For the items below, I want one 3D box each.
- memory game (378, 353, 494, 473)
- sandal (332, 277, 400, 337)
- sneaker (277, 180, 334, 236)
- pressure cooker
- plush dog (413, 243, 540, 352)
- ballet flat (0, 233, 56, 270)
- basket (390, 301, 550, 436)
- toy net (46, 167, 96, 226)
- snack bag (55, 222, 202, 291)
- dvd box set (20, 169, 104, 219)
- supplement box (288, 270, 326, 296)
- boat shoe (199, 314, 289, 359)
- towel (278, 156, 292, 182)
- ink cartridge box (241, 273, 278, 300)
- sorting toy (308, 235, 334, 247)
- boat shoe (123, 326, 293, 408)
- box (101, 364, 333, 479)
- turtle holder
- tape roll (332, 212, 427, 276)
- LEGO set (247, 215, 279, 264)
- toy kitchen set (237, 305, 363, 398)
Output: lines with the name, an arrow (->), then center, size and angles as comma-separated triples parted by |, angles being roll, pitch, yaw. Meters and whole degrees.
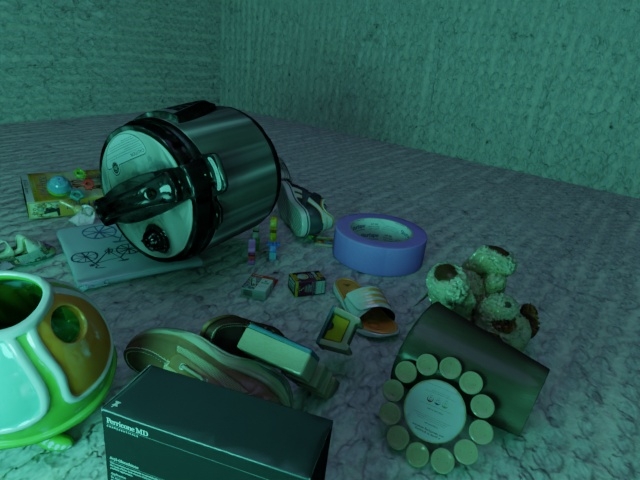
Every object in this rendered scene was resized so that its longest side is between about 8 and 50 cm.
memory game -> 0.186, 0.276, 0.777 | 0.186, 0.012, 0.186 | -6, 61, 10
sandal -> 0.096, 0.135, 1.138 | 0.101, 0.076, 0.265 | -4, 26, -22
sneaker -> -0.056, -0.107, 1.602 | 0.127, 0.126, 0.321 | -5, 31, -21
pressure cooker -> -0.346, -0.145, 1.232 | 0.375, 0.370, 0.420 | 37, 36, 16
plush dog -> 0.357, 0.161, 1.061 | 0.262, 0.211, 0.225 | -15, 50, -35
ballet flat -> -0.755, 0.031, 1.172 | 0.076, 0.079, 0.221 | 18, 26, 27
basket -> 0.275, 0.236, 0.869 | 0.226, 0.154, 0.204 | 25, 36, 30
toy net -> -0.740, -0.120, 1.472 | 0.122, 0.045, 0.232 | -22, 68, -39
snack bag -> -0.515, 0.023, 1.305 | 0.323, 0.037, 0.342 | -11, 32, -33
dvd box set -> -0.784, -0.175, 1.659 | 0.420, 0.062, 0.307 | -9, 28, -31
supplement box -> -0.034, 0.109, 1.210 | 0.083, 0.043, 0.055 | -4, 24, -24
boat shoe -> -0.130, 0.185, 0.896 | 0.073, 0.073, 0.207 | 17, -1, 35
towel -> -0.291, -0.296, 1.927 | 0.324, 0.056, 0.312 | 0, 26, -12
ink cartridge box -> -0.149, 0.107, 1.203 | 0.062, 0.029, 0.115 | 10, 24, 10
sorting toy -> 0.000, 0.000, 1.505 | 0.083, 0.012, 0.062 | 8, 24, 3
boat shoe -> -0.207, 0.237, 0.788 | 0.324, 0.123, 0.116 | 11, 38, 24
box -> -0.129, 0.288, 0.601 | 0.261, 0.185, 0.103 | 13, 25, 13
turtle holder -> -0.472, 0.149, 0.708 | 0.320, 0.228, 0.243 | 24, 44, 14
tape roll -> 0.176, 0.007, 1.439 | 0.274, 0.090, 0.275 | 5, 24, -2
LEGO set -> -0.162, -0.018, 1.407 | 0.086, 0.093, 0.227 | 3, 23, -6
toy kitchen set -> -0.022, 0.165, 0.847 | 0.122, 0.207, 0.166 | 17, 67, 24
